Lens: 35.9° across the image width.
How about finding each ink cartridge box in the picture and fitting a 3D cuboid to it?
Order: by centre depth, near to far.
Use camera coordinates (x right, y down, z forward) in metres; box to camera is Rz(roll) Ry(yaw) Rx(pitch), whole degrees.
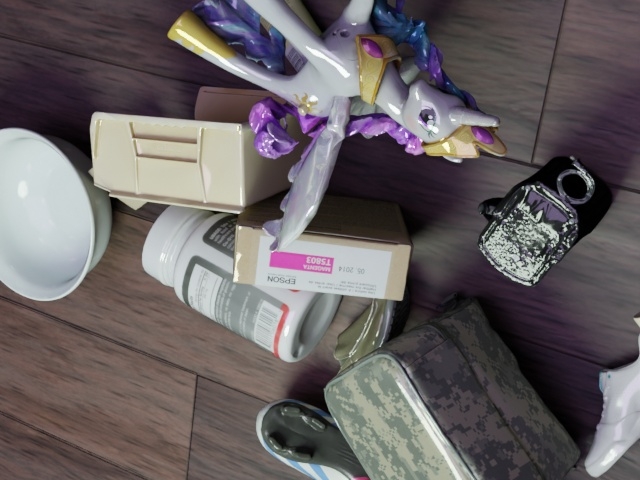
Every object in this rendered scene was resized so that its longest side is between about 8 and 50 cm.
[{"bbox_3d":[0.000,0.000,1.373,0.235,0.193,0.088,7,110,-3],"label":"ink cartridge box"}]

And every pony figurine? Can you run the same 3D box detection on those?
[{"bbox_3d":[0.008,-0.176,1.142,0.363,0.303,0.351,39,156,-10],"label":"pony figurine"}]

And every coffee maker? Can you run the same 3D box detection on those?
[{"bbox_3d":[0.304,-0.039,1.252,0.171,0.178,0.120,-31,90,34],"label":"coffee maker"}]

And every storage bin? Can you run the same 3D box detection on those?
[{"bbox_3d":[-0.153,-0.141,1.427,0.260,0.262,0.123,9,110,26],"label":"storage bin"}]

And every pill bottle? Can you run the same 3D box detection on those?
[{"bbox_3d":[-0.122,0.055,1.522,0.283,0.161,0.161,28,115,20],"label":"pill bottle"}]

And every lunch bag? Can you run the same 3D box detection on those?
[{"bbox_3d":[0.196,0.246,1.347,0.305,0.256,0.212,57,142,6],"label":"lunch bag"}]

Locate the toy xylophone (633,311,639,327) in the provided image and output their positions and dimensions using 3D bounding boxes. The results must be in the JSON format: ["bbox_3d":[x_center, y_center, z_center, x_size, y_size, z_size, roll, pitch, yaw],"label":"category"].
[{"bbox_3d":[0.536,0.139,1.202,0.236,0.081,0.322,-30,90,13],"label":"toy xylophone"}]

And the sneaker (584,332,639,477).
[{"bbox_3d":[0.407,0.219,1.334,0.094,0.080,0.212,37,108,20],"label":"sneaker"}]

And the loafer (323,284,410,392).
[{"bbox_3d":[0.061,0.160,1.489,0.087,0.094,0.251,25,114,16],"label":"loafer"}]

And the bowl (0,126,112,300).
[{"bbox_3d":[-0.457,-0.057,1.687,0.298,0.134,0.298,10,110,28],"label":"bowl"}]

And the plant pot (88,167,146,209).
[{"bbox_3d":[-0.288,-0.116,1.604,0.109,0.109,0.096,-32,98,31],"label":"plant pot"}]

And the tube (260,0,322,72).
[{"bbox_3d":[-0.057,-0.337,1.445,0.070,0.062,0.240,-32,79,-12],"label":"tube"}]

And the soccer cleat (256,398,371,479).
[{"bbox_3d":[0.049,0.345,1.551,0.331,0.143,0.116,32,80,-2],"label":"soccer cleat"}]
